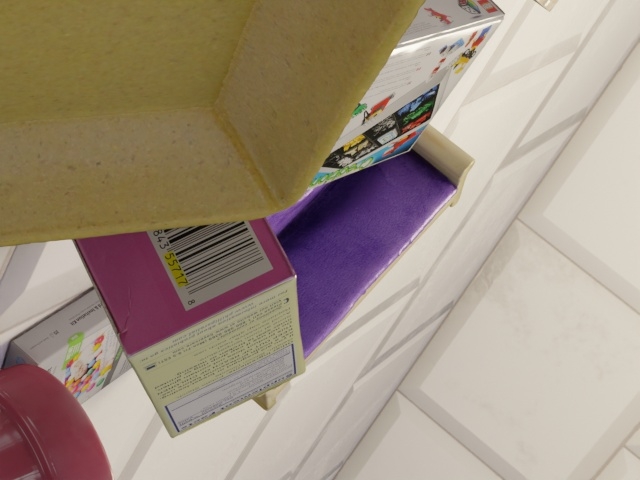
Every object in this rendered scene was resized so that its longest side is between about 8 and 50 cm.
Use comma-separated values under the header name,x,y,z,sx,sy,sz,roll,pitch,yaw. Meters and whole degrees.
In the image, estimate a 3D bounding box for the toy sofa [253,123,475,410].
name,x,y,z,sx,sy,sz,roll,pitch,yaw
toy sofa,0.000,0.000,1.497,0.362,0.150,0.177,-47,167,-15

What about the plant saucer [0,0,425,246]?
name,x,y,z,sx,sy,sz,roll,pitch,yaw
plant saucer,-0.145,-0.085,0.629,0.333,0.081,0.333,-6,164,-16

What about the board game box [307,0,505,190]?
name,x,y,z,sx,sy,sz,roll,pitch,yaw
board game box,0.029,-0.131,1.257,0.305,0.053,0.193,-23,156,-49

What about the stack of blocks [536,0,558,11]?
name,x,y,z,sx,sy,sz,roll,pitch,yaw
stack of blocks,0.280,-0.378,1.353,0.297,0.171,0.087,-53,166,12

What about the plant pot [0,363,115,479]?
name,x,y,z,sx,sy,sz,roll,pitch,yaw
plant pot,-0.290,0.220,1.106,0.180,0.201,0.201,-17,147,-39

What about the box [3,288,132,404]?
name,x,y,z,sx,sy,sz,roll,pitch,yaw
box,-0.228,0.107,1.289,0.186,0.038,0.145,-34,159,-46

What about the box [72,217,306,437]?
name,x,y,z,sx,sy,sz,roll,pitch,yaw
box,-0.110,-0.001,0.959,0.117,0.213,0.243,-26,161,-9
